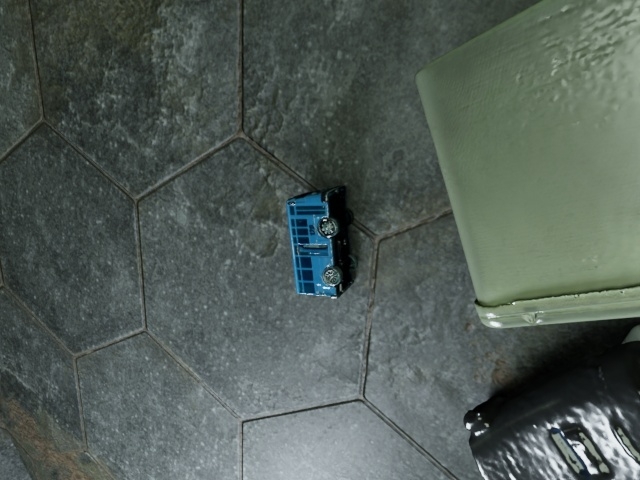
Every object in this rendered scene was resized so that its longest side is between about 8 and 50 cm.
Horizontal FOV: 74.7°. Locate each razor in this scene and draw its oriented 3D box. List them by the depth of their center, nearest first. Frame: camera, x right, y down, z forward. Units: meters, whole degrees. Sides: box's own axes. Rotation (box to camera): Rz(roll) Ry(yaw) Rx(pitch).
[{"bbox_3d":[0.357,0.276,0.582,0.327,0.107,0.189,-51,56,46],"label":"razor"}]

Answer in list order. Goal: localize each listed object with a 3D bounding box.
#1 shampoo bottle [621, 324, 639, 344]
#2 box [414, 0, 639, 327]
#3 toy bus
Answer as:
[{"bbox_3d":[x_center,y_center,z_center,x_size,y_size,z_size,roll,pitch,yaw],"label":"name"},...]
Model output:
[{"bbox_3d":[0.442,0.212,0.602,0.074,0.074,0.192,25,114,17],"label":"shampoo bottle"},{"bbox_3d":[0.322,-0.098,0.477,0.351,0.177,0.344,-16,93,42],"label":"box"},{"bbox_3d":[0.000,0.000,0.740,0.106,0.090,0.185,1,105,27],"label":"toy bus"}]
